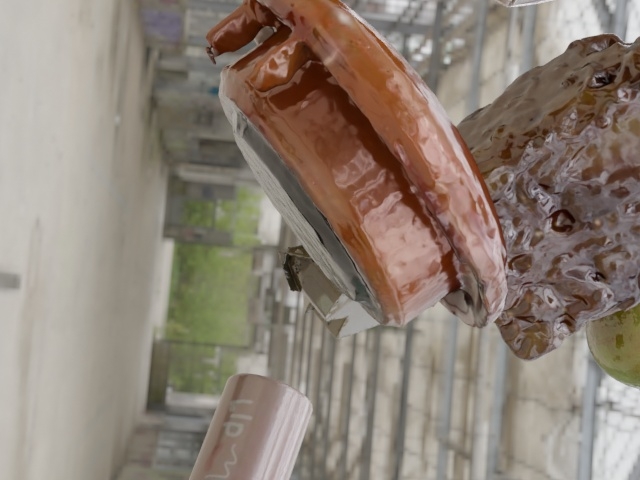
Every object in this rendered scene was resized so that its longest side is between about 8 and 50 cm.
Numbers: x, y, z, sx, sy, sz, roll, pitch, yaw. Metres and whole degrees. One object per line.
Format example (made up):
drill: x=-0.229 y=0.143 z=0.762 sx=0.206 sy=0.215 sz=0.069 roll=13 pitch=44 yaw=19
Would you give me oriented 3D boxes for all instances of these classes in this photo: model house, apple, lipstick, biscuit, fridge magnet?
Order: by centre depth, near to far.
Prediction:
lipstick: x=-0.076 y=0.222 z=0.921 sx=0.070 sy=0.070 sz=0.254 roll=107 pitch=3 yaw=-63
fridge magnet: x=0.035 y=-0.067 z=1.142 sx=0.363 sy=0.155 sz=0.363 roll=54 pitch=-6 yaw=8
biscuit: x=0.325 y=-0.061 z=1.614 sx=0.342 sy=0.395 sz=0.166 roll=49 pitch=21 yaw=-32
model house: x=0.000 y=0.000 z=1.908 sx=0.248 sy=0.176 sz=0.181 roll=48 pitch=-49 yaw=28
apple: x=0.501 y=0.134 z=2.020 sx=0.188 sy=0.174 sz=0.207 roll=-24 pitch=-112 yaw=56

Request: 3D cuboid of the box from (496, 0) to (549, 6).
box: x=0.167 y=-0.347 z=1.331 sx=0.203 sy=0.252 sz=0.106 roll=-20 pitch=142 yaw=-49
